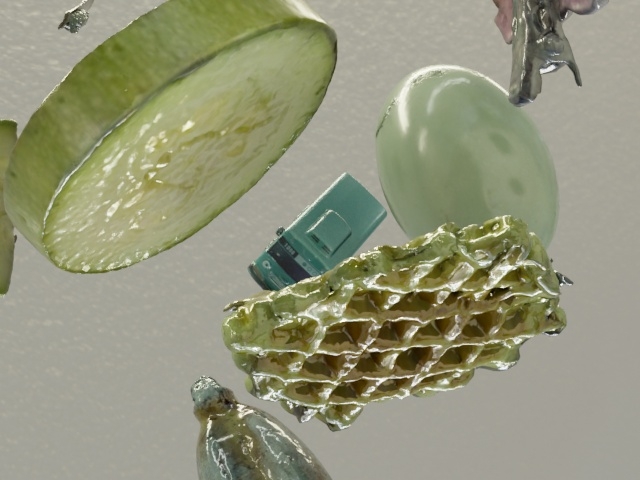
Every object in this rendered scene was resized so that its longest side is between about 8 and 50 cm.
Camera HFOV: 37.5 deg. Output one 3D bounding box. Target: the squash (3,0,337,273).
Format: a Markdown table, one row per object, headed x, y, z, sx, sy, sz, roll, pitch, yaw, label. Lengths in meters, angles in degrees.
| x | y | z | sx | sy | sz | roll | pitch | yaw | label |
| --- | --- | --- | --- | --- | --- | --- | --- | --- | --- |
| -0.097 | -0.067 | 0.648 | 0.252 | 0.049 | 0.252 | -40 | -14 | -12 | squash |

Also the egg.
| x | y | z | sx | sy | sz | roll | pitch | yaw | label |
| --- | --- | --- | --- | --- | --- | --- | --- | --- | --- |
| 0.175 | -0.082 | 1.141 | 0.203 | 0.203 | 0.283 | -20 | -102 | -36 | egg |

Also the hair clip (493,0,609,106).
| x | y | z | sx | sy | sz | roll | pitch | yaw | label |
| --- | --- | --- | --- | --- | --- | --- | --- | --- | --- |
| 0.139 | -0.185 | 0.659 | 0.056 | 0.146 | 0.187 | -12 | -101 | -6 | hair clip |

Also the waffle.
| x | y | z | sx | sy | sz | roll | pitch | yaw | label |
| --- | --- | --- | --- | --- | --- | --- | --- | --- | --- |
| 0.073 | 0.073 | 0.827 | 0.297 | 0.073 | 0.317 | -23 | -31 | 11 | waffle |

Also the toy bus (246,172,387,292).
| x | y | z | sx | sy | sz | roll | pitch | yaw | label |
| --- | --- | --- | --- | --- | --- | --- | --- | --- | --- |
| 0.000 | 0.000 | 1.625 | 0.128 | 0.147 | 0.256 | 44 | -141 | -1 | toy bus |

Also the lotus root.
| x | y | z | sx | sy | sz | roll | pitch | yaw | label |
| --- | --- | --- | --- | --- | --- | --- | --- | --- | --- |
| -0.080 | 0.317 | 1.246 | 0.158 | 0.322 | 0.140 | -34 | -34 | -8 | lotus root |

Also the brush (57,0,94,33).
| x | y | z | sx | sy | sz | roll | pitch | yaw | label |
| --- | --- | --- | --- | --- | --- | --- | --- | --- | --- |
| -0.358 | -0.343 | 1.420 | 0.027 | 0.190 | 0.034 | 30 | -71 | -13 | brush |

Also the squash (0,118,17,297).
| x | y | z | sx | sy | sz | roll | pitch | yaw | label |
| --- | --- | --- | --- | --- | --- | --- | --- | --- | --- |
| -0.491 | -0.057 | 1.292 | 0.204 | 0.155 | 0.237 | 7 | -83 | 0 | squash |
